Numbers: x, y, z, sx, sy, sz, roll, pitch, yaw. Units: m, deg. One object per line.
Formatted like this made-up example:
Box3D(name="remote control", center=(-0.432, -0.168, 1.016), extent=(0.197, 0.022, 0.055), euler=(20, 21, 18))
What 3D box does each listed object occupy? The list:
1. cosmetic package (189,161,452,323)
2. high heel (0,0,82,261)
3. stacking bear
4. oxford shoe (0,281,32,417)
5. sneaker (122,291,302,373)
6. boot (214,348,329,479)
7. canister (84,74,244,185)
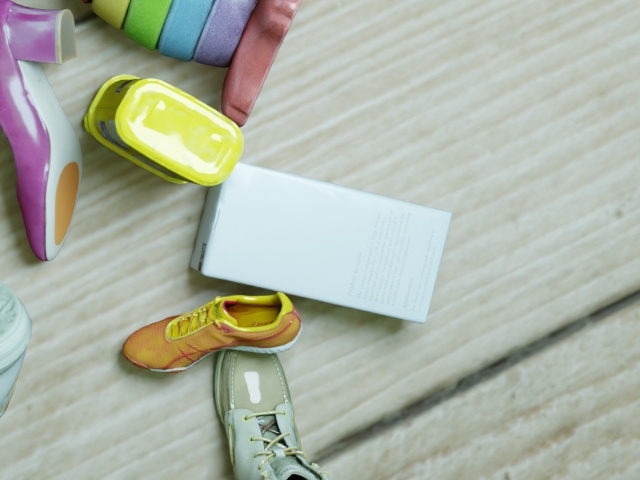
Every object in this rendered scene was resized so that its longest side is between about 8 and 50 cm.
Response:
Box3D(name="cosmetic package", center=(0.000, 0.000, 1.799), extent=(0.231, 0.085, 0.117), euler=(14, 90, -13))
Box3D(name="high heel", center=(-0.291, -0.103, 1.732), extent=(0.117, 0.082, 0.244), euler=(5, 108, 14))
Box3D(name="stacking bear", center=(-0.161, -0.256, 1.701), extent=(0.289, 0.164, 0.175), euler=(24, 128, -5))
Box3D(name="oxford shoe", center=(-0.474, 0.153, 1.662), extent=(0.449, 0.169, 0.130), euler=(-14, 133, -12))
Box3D(name="sneaker", center=(-0.107, 0.080, 1.766), extent=(0.175, 0.064, 0.067), euler=(-14, 140, 6))
Box3D(name="boot", center=(-0.043, 0.198, 1.759), extent=(0.077, 0.165, 0.213), euler=(-8, 96, -14))
Box3D(name="canister", center=(-0.144, -0.101, 1.707), extent=(0.126, 0.170, 0.073), euler=(30, 87, -15))
